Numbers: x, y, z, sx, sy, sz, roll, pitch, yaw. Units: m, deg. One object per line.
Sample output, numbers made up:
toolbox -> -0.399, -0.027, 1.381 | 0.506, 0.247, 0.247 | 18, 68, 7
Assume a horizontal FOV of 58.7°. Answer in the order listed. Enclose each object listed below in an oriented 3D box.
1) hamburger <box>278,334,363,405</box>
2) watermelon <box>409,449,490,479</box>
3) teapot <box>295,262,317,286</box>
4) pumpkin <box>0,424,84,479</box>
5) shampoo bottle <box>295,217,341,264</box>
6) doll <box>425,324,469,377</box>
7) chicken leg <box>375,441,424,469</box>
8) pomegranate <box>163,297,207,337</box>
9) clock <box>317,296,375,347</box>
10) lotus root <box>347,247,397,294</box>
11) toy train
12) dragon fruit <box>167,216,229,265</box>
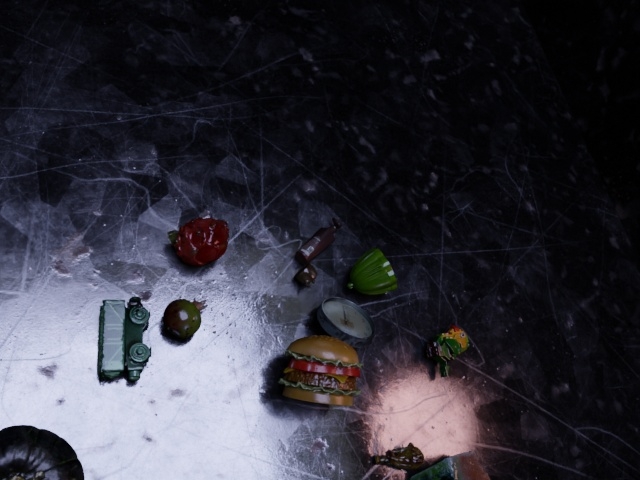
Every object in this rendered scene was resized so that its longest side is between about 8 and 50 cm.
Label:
hamburger -> 0.005, 0.418, 1.865 | 0.274, 0.274, 0.212 | 12, 78, -17
watermelon -> 0.484, 0.854, 1.936 | 0.302, 0.151, 0.264 | -19, 74, -28
teapot -> -0.043, 0.129, 2.105 | 0.068, 0.076, 0.121 | 47, 28, -9
pumpkin -> -0.778, 0.637, 1.454 | 0.323, 0.241, 0.323 | 8, 66, -19
shampoo bottle -> -0.002, -0.001, 2.185 | 0.236, 0.067, 0.068 | -41, 105, -33
doll -> 0.491, 0.411, 2.173 | 0.186, 0.106, 0.134 | -35, 89, -32
chicken leg -> 0.272, 0.742, 1.954 | 0.178, 0.070, 0.093 | -1, 92, -10
pomegranate -> -0.442, 0.237, 1.852 | 0.129, 0.129, 0.159 | 24, 53, -11
clock -> 0.095, 0.288, 2.031 | 0.226, 0.049, 0.226 | 24, 26, -13
lotus root -> 0.177, 0.139, 2.151 | 0.186, 0.186, 0.186 | 9, 63, -19
toy train -> -0.606, 0.300, 1.759 | 0.154, 0.115, 0.269 | 4, 66, -24
dragon fruit -> -0.408, 0.003, 1.950 | 0.210, 0.172, 0.172 | -16, 73, -13
